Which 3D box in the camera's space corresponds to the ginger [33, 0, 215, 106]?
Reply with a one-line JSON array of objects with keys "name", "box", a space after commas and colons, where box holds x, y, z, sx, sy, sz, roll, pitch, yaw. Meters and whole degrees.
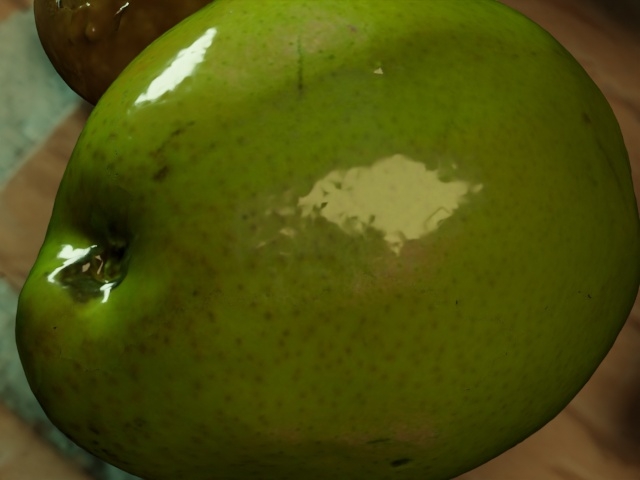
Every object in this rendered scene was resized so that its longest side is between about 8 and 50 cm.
[{"name": "ginger", "box": [-0.006, -0.177, 0.738, 0.133, 0.107, 0.309, 15, 59, 17]}]

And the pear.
[{"name": "pear", "box": [0.000, 0.000, 0.605, 0.220, 0.187, 0.187, -11, 69, -24]}]
